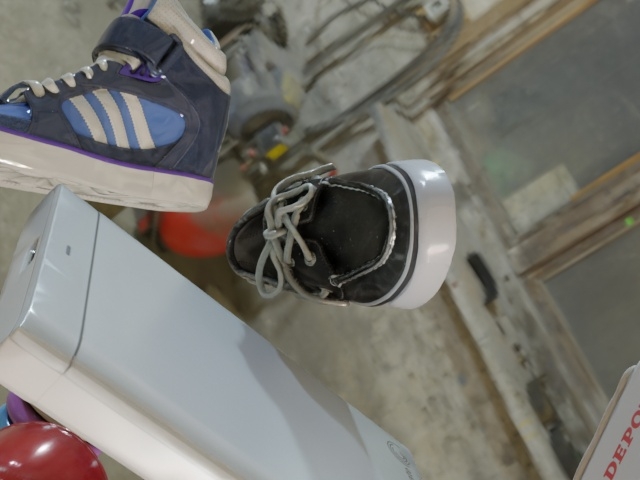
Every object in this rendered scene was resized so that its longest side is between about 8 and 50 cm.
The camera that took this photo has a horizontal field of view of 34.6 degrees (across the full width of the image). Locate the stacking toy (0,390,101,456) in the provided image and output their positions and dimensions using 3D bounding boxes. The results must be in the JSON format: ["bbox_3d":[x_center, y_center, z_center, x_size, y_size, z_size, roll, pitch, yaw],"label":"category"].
[{"bbox_3d":[-0.385,0.303,1.245,0.141,0.330,0.141,37,7,-5],"label":"stacking toy"}]

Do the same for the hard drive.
[{"bbox_3d":[-0.052,0.117,0.683,0.353,0.047,0.233,40,10,-21],"label":"hard drive"}]

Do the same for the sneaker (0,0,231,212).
[{"bbox_3d":[-0.236,-0.166,1.054,0.323,0.130,0.236,11,80,-38],"label":"sneaker"}]

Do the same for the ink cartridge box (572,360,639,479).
[{"bbox_3d":[0.405,0.318,0.980,0.160,0.279,0.384,21,9,-20],"label":"ink cartridge box"}]

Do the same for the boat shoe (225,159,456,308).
[{"bbox_3d":[0.000,-0.004,0.808,0.105,0.306,0.113,0,91,-21],"label":"boat shoe"}]

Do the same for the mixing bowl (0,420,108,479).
[{"bbox_3d":[-0.320,0.285,1.073,0.181,0.181,0.098,58,6,7],"label":"mixing bowl"}]
